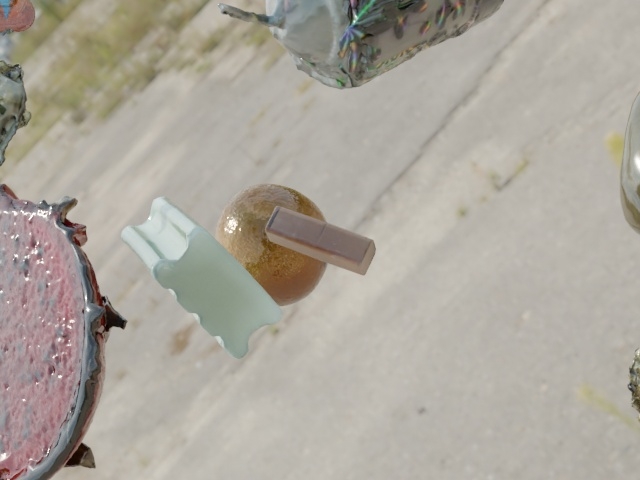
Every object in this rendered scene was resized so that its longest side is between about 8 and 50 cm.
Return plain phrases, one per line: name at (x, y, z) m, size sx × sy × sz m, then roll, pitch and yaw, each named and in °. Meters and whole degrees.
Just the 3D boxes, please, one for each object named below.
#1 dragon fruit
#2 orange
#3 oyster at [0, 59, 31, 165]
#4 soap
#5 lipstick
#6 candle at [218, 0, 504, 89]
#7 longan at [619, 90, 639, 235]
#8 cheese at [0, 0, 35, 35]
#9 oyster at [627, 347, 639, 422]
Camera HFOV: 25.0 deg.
dragon fruit at (-0.285, 0.121, 1.525) m, size 0.282 × 0.100 × 0.344 m, roll 14°, pitch 98°, yaw 50°
orange at (-0.077, 0.009, 2.358) m, size 0.206 × 0.206 × 0.206 m, roll -43°, pitch 14°, yaw 14°
oyster at (-0.430, -0.161, 1.881) m, size 0.166 × 0.108 × 0.053 m, roll -55°, pitch -12°, yaw -7°
soap at (-0.154, 0.040, 1.818) m, size 0.087 × 0.160 × 0.265 m, roll -44°, pitch 18°, yaw -5°
lipstick at (0.000, 0.000, 1.960) m, size 0.045 × 0.145 × 0.045 m, roll -63°, pitch -18°, yaw -20°
candle at (0.031, -0.251, 1.437) m, size 0.330 × 0.187 × 0.187 m, roll -30°, pitch 5°, yaw -28°
longan at (0.621, -0.139, 2.343) m, size 0.288 × 0.288 × 0.350 m, roll -27°, pitch 29°, yaw 54°
cheese at (-0.441, -0.414, 2.009) m, size 0.106 × 0.256 × 0.037 m, roll 3°, pitch 13°, yaw 17°
oyster at (0.494, 0.202, 2.077) m, size 0.051 × 0.103 × 0.148 m, roll -80°, pitch 0°, yaw -64°
